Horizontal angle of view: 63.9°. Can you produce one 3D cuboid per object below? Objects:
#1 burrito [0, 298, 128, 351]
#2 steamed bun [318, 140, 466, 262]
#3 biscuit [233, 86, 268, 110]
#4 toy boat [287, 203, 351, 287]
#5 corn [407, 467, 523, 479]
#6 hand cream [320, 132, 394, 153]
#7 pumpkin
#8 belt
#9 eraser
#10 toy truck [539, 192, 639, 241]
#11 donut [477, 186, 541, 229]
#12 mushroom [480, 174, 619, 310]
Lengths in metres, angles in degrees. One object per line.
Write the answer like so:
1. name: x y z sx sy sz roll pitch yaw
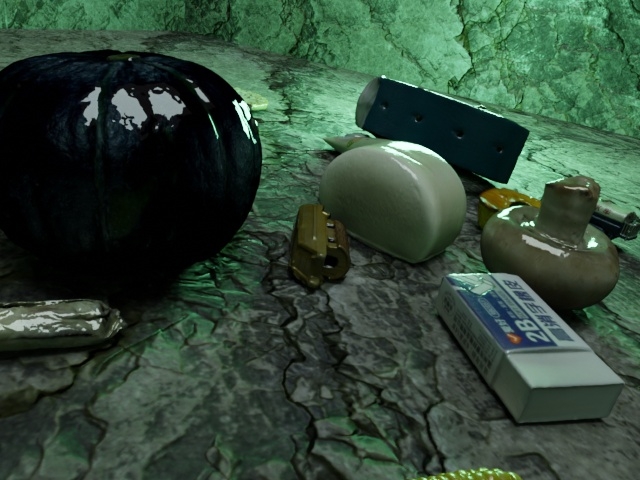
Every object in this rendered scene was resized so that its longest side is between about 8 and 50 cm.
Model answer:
1. burrito: -0.296 0.086 0.521 0.188 0.045 0.058 0 53 -25
2. steamed bun: 0.123 -0.082 0.886 0.241 0.164 0.146 30 33 32
3. biscuit: -0.263 -0.449 1.629 0.188 0.040 0.265 0 26 -21
4. toy boat: 0.000 0.000 0.790 0.088 0.068 0.226 13 23 -6
5. corn: 0.022 0.210 0.326 0.312 0.102 0.102 2 27 -18
6. hand cream: 0.120 -0.213 1.260 0.147 0.093 0.306 3 18 -25
7. pumpkin: -0.260 -0.110 0.686 0.363 0.266 0.363 6 29 -3
8. belt: 0.295 -0.286 1.305 0.436 0.173 0.300 24 12 27
9. eraser: 0.241 0.122 0.627 0.124 0.068 0.210 3 27 -16
10. toy truck: 0.567 -0.057 1.090 0.074 0.088 0.201 -11 33 -35
11. donut: 0.393 -0.043 1.029 0.178 0.065 0.162 -10 37 -38
12. mushroom: 0.354 -0.003 0.775 0.204 0.204 0.204 9 26 -4
